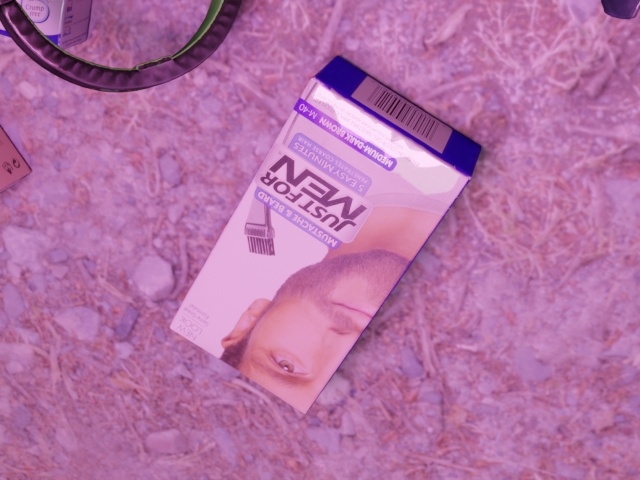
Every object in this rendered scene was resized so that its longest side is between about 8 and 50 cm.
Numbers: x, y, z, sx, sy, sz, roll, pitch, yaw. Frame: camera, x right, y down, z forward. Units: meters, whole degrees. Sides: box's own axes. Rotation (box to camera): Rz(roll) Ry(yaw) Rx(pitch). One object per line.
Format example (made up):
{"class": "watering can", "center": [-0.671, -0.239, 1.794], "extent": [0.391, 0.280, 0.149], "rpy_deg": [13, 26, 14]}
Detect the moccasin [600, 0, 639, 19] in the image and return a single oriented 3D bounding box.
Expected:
{"class": "moccasin", "center": [0.297, -0.224, 0.895], "extent": [0.116, 0.138, 0.342], "rpy_deg": [-23, 103, 28]}

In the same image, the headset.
{"class": "headset", "center": [-0.224, -0.337, 0.981], "extent": [0.243, 0.185, 0.394], "rpy_deg": [-21, 104, -20]}

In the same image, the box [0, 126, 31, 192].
{"class": "box", "center": [-0.492, -0.158, 1.165], "extent": [0.148, 0.121, 0.311], "rpy_deg": [-27, 102, 24]}

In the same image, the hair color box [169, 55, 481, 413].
{"class": "hair color box", "center": [0.000, 0.000, 1.093], "extent": [0.185, 0.110, 0.339], "rpy_deg": [32, 119, 1]}

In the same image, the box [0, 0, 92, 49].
{"class": "box", "center": [-0.308, -0.286, 1.085], "extent": [0.126, 0.072, 0.137], "rpy_deg": [18, 115, 8]}
